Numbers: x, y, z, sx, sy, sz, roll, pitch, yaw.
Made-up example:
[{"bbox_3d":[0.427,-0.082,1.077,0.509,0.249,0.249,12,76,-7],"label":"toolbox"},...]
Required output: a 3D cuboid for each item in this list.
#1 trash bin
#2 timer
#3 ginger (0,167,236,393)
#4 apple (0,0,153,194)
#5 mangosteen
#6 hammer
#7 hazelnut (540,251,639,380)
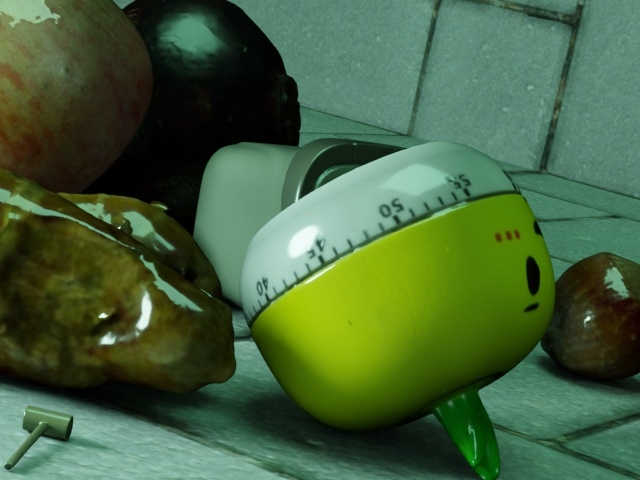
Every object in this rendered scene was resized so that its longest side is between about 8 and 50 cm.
[{"bbox_3d":[0.000,0.000,1.893,0.220,0.219,0.250,8,4,-33],"label":"trash bin"},{"bbox_3d":[0.086,0.081,1.537,0.285,0.285,0.285,12,10,-2],"label":"timer"},{"bbox_3d":[-0.260,0.020,1.531,0.418,0.176,0.254,17,6,0],"label":"ginger"},{"bbox_3d":[-0.363,-0.164,1.950,0.269,0.345,0.345,53,-11,-28],"label":"apple"},{"bbox_3d":[-0.203,-0.150,2.214,0.360,0.306,0.306,0,7,12],"label":"mangosteen"},{"bbox_3d":[-0.210,0.145,1.330,0.036,0.019,0.110,13,12,5],"label":"hammer"},{"bbox_3d":[0.302,0.087,1.971,0.143,0.143,0.154,10,26,-10],"label":"hazelnut"}]
